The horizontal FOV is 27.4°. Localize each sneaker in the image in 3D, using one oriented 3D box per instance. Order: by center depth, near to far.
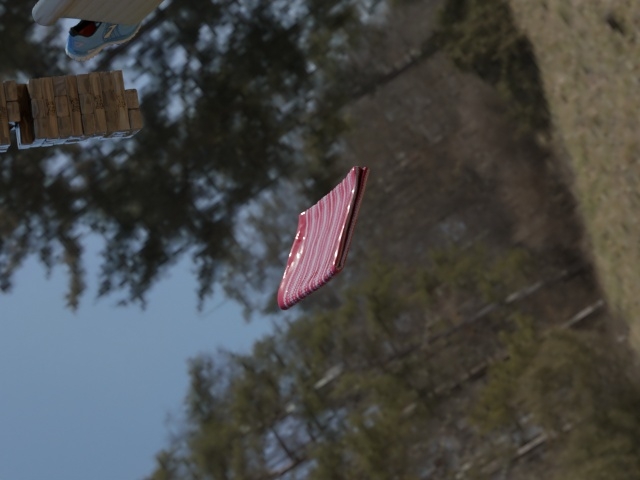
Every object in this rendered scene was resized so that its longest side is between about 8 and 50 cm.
[{"bbox_3d":[-0.376,-0.379,2.300,0.063,0.162,0.073,39,151,22],"label":"sneaker"}]

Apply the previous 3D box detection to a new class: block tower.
[{"bbox_3d":[-0.433,-0.178,1.871,0.097,0.335,0.091,164,97,-71],"label":"block tower"}]

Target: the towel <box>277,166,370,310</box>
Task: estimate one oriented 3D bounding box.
[{"bbox_3d":[0.000,0.000,2.226,0.031,0.275,0.199,21,-113,-14],"label":"towel"}]

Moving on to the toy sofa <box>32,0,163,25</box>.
[{"bbox_3d":[-0.254,-0.415,1.362,0.177,0.150,0.363,2,-96,-24],"label":"toy sofa"}]
